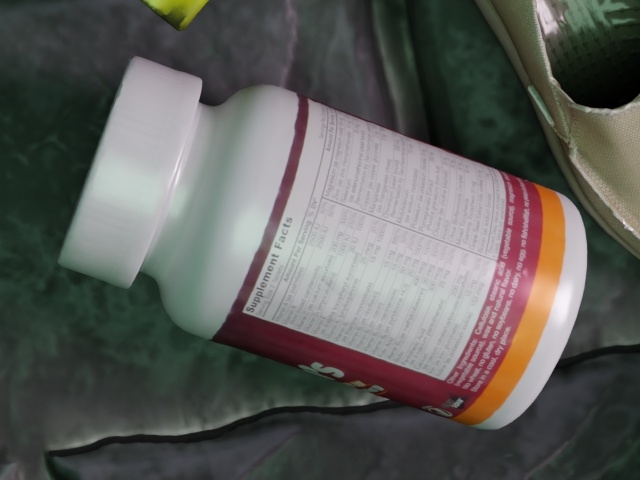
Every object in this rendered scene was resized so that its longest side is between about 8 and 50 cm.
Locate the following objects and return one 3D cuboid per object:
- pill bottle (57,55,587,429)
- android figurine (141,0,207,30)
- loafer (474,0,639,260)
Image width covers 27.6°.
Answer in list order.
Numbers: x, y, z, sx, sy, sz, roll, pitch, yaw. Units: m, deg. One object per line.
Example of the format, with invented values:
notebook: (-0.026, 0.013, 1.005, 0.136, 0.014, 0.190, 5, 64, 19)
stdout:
pill bottle: (0.000, 0.000, 0.605, 0.221, 0.121, 0.121, 19, 105, -11)
android figurine: (-0.015, -0.227, 0.533, 0.248, 0.056, 0.273, 43, 99, -12)
loafer: (0.149, -0.070, 0.612, 0.102, 0.092, 0.268, -39, 107, 7)
